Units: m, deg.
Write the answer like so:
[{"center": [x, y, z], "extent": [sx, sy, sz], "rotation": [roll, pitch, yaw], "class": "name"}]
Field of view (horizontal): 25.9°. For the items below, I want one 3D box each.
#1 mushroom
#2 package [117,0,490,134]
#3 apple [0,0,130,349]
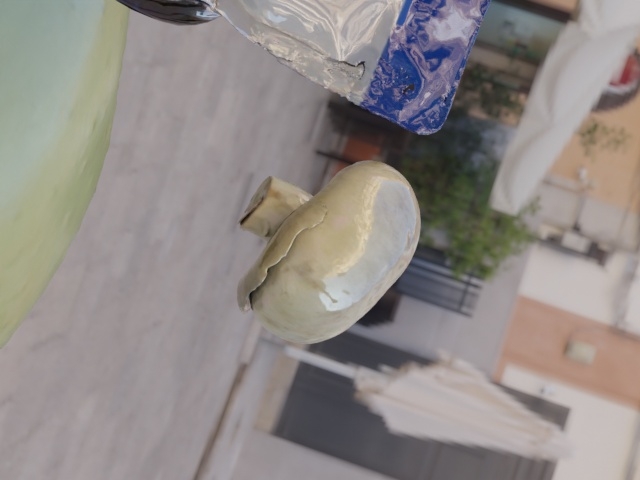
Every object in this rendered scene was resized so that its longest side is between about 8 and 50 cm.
[{"center": [0.000, 0.000, 1.023], "extent": [0.154, 0.122, 0.154], "rotation": [-51, 179, -1], "class": "mushroom"}, {"center": [-0.013, -0.137, 0.395], "extent": [0.027, 0.173, 0.171], "rotation": [131, -18, -75], "class": "package"}, {"center": [-0.252, -0.086, 0.582], "extent": [0.357, 0.357, 0.357], "rotation": [19, 90, -84], "class": "apple"}]
